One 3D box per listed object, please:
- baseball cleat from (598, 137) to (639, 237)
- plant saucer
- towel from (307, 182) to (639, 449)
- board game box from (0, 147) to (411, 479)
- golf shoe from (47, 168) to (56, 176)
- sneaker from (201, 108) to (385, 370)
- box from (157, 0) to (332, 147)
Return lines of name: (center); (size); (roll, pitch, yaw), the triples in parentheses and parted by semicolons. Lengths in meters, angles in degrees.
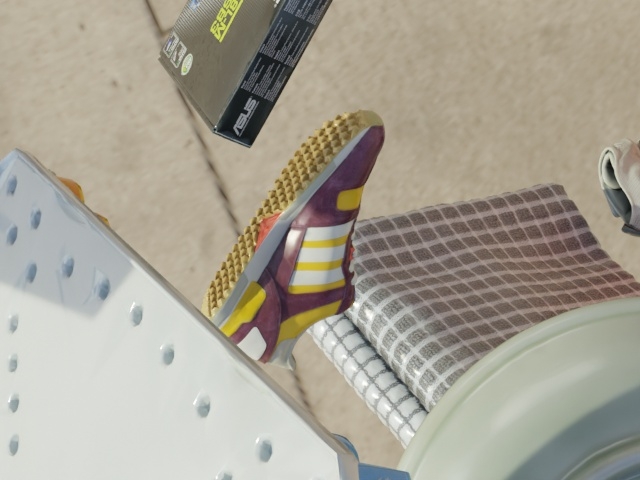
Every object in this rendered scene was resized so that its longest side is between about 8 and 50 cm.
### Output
baseball cleat: (0.307, -0.088, 1.525); (0.109, 0.206, 0.072); (17, 144, -2)
plant saucer: (0.233, 0.234, 1.133); (0.400, 0.100, 0.400); (0, 86, 2)
towel: (0.153, 0.067, 1.439); (0.235, 0.284, 0.121); (45, 135, 41)
board game box: (-0.134, 0.197, 0.872); (0.390, 0.050, 0.390); (37, 110, 52)
golf shoe: (-0.305, 0.001, 1.592); (0.069, 0.176, 0.086); (23, 133, 28)
sneaker: (0.000, 0.000, 1.148); (0.084, 0.069, 0.185); (32, 106, -18)
box: (-0.056, -0.196, 1.439); (0.045, 0.184, 0.190); (24, 106, -26)
